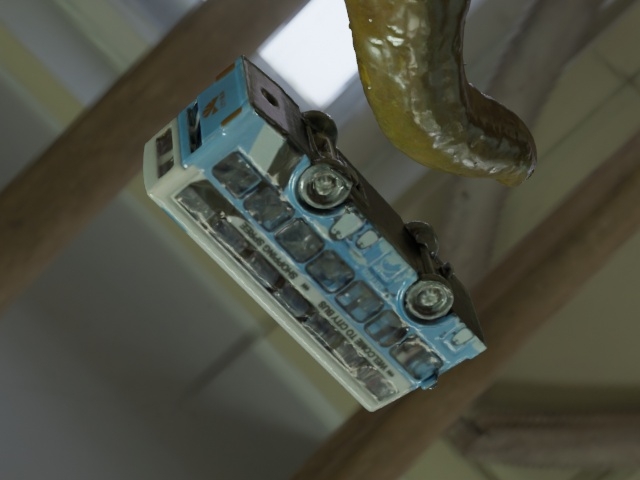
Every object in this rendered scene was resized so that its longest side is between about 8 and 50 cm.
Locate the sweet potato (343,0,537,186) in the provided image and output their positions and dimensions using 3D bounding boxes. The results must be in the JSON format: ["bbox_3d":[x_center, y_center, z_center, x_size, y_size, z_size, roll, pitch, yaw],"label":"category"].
[{"bbox_3d":[0.055,-0.100,0.869,0.062,0.081,0.233,53,170,50],"label":"sweet potato"}]

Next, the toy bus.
[{"bbox_3d":[0.000,0.000,1.352,0.297,0.131,0.106,47,-164,-28],"label":"toy bus"}]
